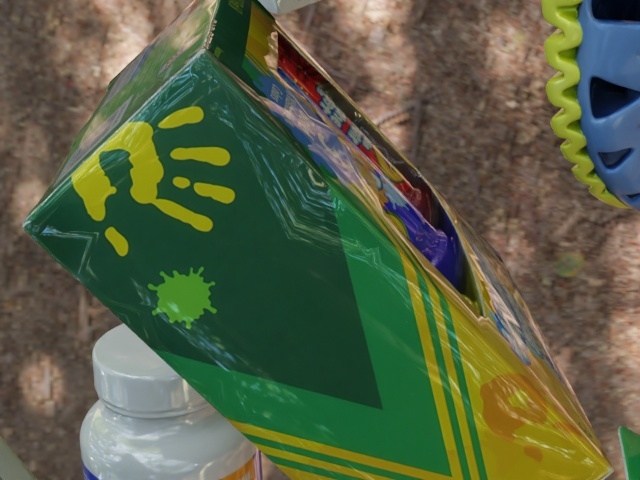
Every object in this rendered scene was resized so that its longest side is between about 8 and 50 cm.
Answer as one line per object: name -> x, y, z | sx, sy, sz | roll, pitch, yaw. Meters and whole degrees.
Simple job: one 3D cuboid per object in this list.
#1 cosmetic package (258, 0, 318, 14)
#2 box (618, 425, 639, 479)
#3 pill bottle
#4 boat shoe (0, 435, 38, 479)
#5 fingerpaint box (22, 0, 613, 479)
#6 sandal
cosmetic package -> 0.027, -0.316, 1.288 | 0.085, 0.231, 0.117 | 36, 145, 52
box -> 0.196, 0.119, 0.471 | 0.043, 0.179, 0.105 | 114, 165, -45
pill bottle -> -0.123, 0.208, 1.121 | 0.152, 0.152, 0.272 | 16, 120, 35
boat shoe -> -0.311, 0.153, 0.899 | 0.158, 0.127, 0.340 | -33, 90, 22
fingerpaint box -> 0.000, 0.000, 0.992 | 0.163, 0.445, 0.371 | -42, 104, 10
sandal -> 0.218, -0.148, 0.848 | 0.138, 0.126, 0.317 | 5, 133, 30
